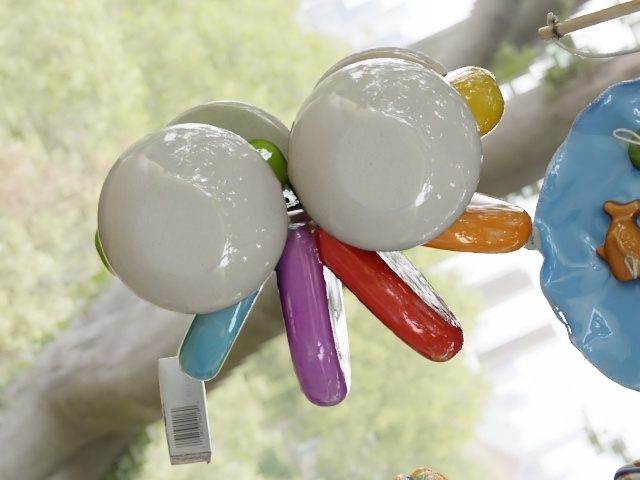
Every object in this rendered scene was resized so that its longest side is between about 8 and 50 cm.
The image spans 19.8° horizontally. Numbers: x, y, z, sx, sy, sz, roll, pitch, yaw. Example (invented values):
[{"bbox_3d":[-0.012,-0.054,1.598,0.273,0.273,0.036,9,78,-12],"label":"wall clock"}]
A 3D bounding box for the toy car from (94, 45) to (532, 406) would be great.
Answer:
[{"bbox_3d":[0.000,0.000,0.768,0.159,0.182,0.136,-69,140,-80],"label":"toy car"}]

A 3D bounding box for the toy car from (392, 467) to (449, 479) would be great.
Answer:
[{"bbox_3d":[0.070,0.186,1.120,0.040,0.060,0.122,56,2,-43],"label":"toy car"}]

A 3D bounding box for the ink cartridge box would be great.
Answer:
[{"bbox_3d":[-0.088,0.113,1.194,0.115,0.029,0.063,111,-28,-78],"label":"ink cartridge box"}]

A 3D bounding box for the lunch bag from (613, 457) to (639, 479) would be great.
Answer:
[{"bbox_3d":[0.395,0.316,1.721,0.243,0.115,0.303,139,-68,-71],"label":"lunch bag"}]

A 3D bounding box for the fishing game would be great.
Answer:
[{"bbox_3d":[0.191,-0.012,0.919,0.041,0.189,0.264,29,49,-63],"label":"fishing game"}]
